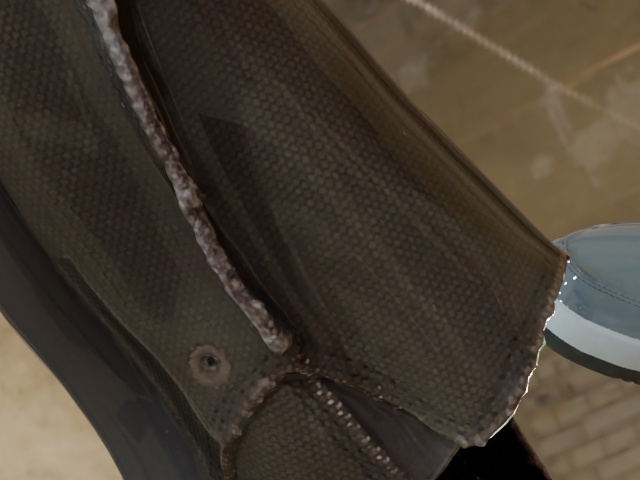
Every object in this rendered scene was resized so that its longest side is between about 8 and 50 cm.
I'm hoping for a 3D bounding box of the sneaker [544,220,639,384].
[{"bbox_3d":[0.250,-0.021,0.816,0.296,0.123,0.178,-2,-51,-21],"label":"sneaker"}]

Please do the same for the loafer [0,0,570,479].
[{"bbox_3d":[0.000,0.000,0.446,0.130,0.366,0.134,-14,26,19],"label":"loafer"}]
